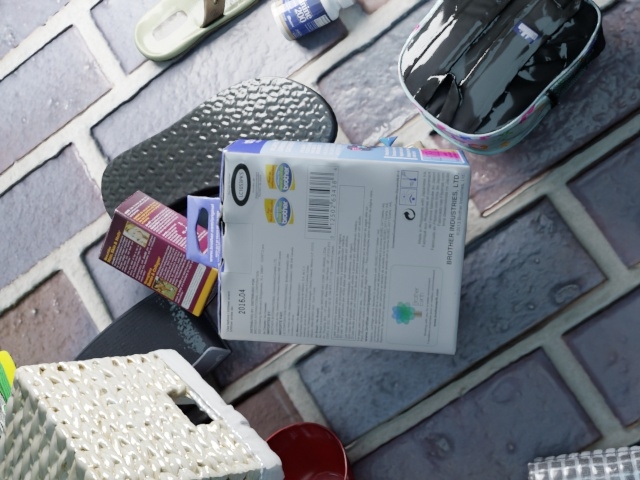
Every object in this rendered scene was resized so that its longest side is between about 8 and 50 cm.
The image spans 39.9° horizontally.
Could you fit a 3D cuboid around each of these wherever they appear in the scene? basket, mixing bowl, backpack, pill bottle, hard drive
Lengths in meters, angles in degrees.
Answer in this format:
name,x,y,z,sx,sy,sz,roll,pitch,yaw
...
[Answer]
name,x,y,z,sx,sy,sz,roll,pitch,yaw
basket,-0.274,0.366,1.224,0.328,0.266,0.331,35,113,44
mixing bowl,-0.017,0.371,1.302,0.181,0.098,0.181,-21,47,24
backpack,0.243,-0.252,1.240,0.225,0.191,0.253,41,91,19
pill bottle,-0.012,-0.370,1.395,0.120,0.067,0.067,-23,79,14
hard drive,-0.289,0.194,1.441,0.254,0.054,0.172,-38,76,11

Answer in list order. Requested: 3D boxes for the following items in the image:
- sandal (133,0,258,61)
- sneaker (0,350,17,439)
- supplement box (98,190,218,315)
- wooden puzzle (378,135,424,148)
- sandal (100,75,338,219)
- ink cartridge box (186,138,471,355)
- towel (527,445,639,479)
name,x,y,z,sx,sy,sz,roll,pitch,yaw
sandal,-0.190,-0.407,1.443,0.303,0.086,0.120,-41,75,10
sneaker,-0.549,0.333,1.463,0.134,0.146,0.343,-34,77,12
supplement box,-0.240,0.020,1.388,0.188,0.081,0.104,30,123,4
wooden puzzle,0.134,-0.109,1.357,0.078,0.014,0.116,-15,81,11
sandal,-0.160,-0.140,1.416,0.445,0.107,0.168,-16,82,28
ink cartridge box,0.000,0.000,1.241,0.395,0.151,0.270,3,102,1
towel,0.412,0.421,1.168,0.235,0.121,0.284,-12,82,17
